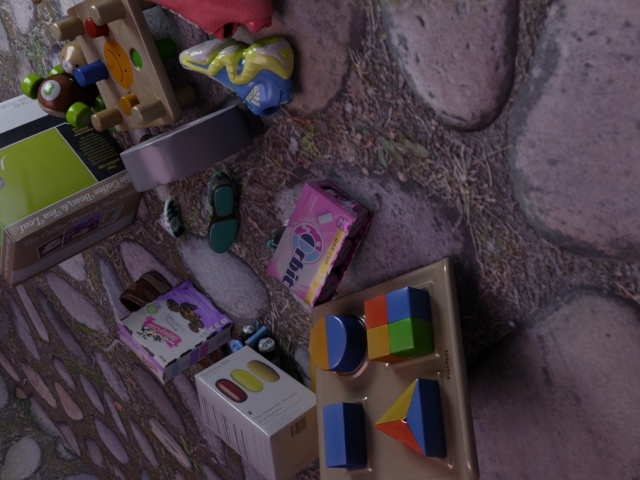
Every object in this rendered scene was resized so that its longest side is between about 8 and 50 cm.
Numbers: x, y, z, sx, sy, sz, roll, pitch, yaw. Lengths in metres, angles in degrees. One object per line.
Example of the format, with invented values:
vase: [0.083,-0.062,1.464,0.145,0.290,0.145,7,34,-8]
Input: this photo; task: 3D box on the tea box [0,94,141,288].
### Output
tea box: [-0.630,-0.132,1.755,0.323,0.329,0.220,50,144,12]

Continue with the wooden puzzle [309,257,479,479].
wooden puzzle: [0.082,0.219,1.201,0.347,0.080,0.322,-27,59,47]

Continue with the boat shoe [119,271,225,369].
boat shoe: [-0.359,0.213,1.879,0.324,0.116,0.123,39,141,25]

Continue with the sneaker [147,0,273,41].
sneaker: [-0.191,-0.374,1.222,0.313,0.116,0.136,14,128,45]

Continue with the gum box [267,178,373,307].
gum box: [0.000,0.000,1.280,0.107,0.062,0.188,37,119,24]

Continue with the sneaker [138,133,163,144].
sneaker: [-0.334,-0.183,1.585,0.086,0.064,0.192,48,148,4]

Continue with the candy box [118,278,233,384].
candy box: [-0.323,0.201,1.758,0.165,0.196,0.070,39,142,23]

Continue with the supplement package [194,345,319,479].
supplement package: [-0.117,0.335,1.529,0.244,0.139,0.134,26,133,41]

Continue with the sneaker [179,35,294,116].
sneaker: [-0.134,-0.258,1.264,0.240,0.091,0.126,13,126,44]

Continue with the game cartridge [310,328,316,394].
game cartridge: [0.053,0.351,1.445,0.285,0.052,0.324,-121,23,-44]

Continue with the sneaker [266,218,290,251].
sneaker: [-0.042,0.048,1.402,0.065,0.076,0.167,-22,99,56]

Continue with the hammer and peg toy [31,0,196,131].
hammer and peg toy: [-0.387,-0.380,1.446,0.266,0.127,0.361,3,118,52]

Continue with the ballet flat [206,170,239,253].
ballet flat: [-0.194,-0.058,1.530,0.070,0.070,0.188,39,139,25]

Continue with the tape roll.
tape roll: [-0.228,-0.159,1.342,0.219,0.219,0.072,-6,111,52]

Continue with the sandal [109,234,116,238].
sandal: [-0.604,-0.029,2.021,0.240,0.079,0.088,-1,115,51]

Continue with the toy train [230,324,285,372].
toy train: [-0.131,0.264,1.682,0.105,0.080,0.184,22,130,28]

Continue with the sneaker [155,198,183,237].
sneaker: [-0.338,-0.055,1.714,0.069,0.038,0.098,27,135,35]

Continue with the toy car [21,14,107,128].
toy car: [-0.506,-0.356,1.611,0.155,0.149,0.188,32,127,13]
